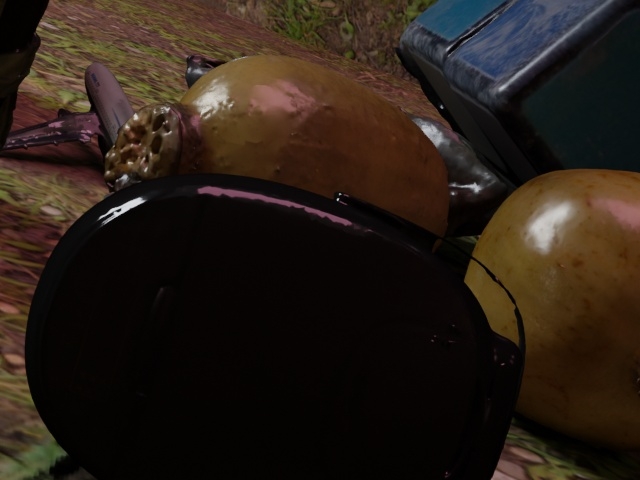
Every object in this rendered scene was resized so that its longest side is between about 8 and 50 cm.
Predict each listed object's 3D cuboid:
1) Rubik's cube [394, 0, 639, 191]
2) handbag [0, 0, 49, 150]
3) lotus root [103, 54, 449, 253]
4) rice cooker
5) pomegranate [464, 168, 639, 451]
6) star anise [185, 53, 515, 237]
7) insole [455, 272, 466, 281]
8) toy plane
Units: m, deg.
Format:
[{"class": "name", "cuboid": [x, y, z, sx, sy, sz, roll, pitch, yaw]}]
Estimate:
[{"class": "Rubik's cube", "cuboid": [0.304, -0.137, 1.287, 0.316, 0.318, 0.313, 50, 2, -20]}, {"class": "handbag", "cuboid": [-0.269, -0.192, 0.837, 0.253, 0.316, 0.109, 30, 32, 7]}, {"class": "lotus root", "cuboid": [-0.005, -0.045, 0.982, 0.303, 0.131, 0.146, 11, 49, -48]}, {"class": "rice cooker", "cuboid": [-0.017, 0.047, 0.571, 0.203, 0.142, 0.118, 21, -1, -18]}, {"class": "pomegranate", "cuboid": [0.178, 0.045, 0.860, 0.196, 0.196, 0.196, 20, 12, -4]}, {"class": "star anise", "cuboid": [0.027, -0.076, 1.257, 0.331, 0.118, 0.332, 19, 4, -1]}, {"class": "insole", "cuboid": [0.000, 0.000, 1.131, 0.348, 0.009, 0.119, 20, 13, -5]}, {"class": "toy plane", "cuboid": [-0.148, -0.080, 1.084, 0.226, 0.058, 0.226, 2, 22, -25]}]
